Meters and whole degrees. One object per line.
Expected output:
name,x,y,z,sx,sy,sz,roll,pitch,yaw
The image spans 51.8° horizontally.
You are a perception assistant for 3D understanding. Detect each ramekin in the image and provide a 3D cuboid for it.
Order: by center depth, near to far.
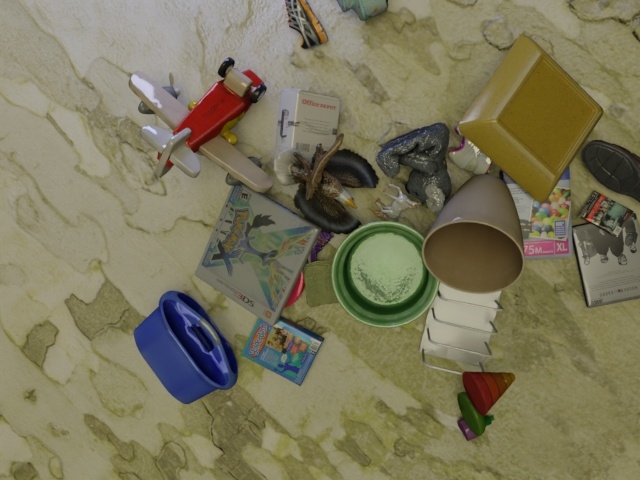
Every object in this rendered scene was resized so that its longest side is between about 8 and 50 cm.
ramekin,0.188,0.089,1.895,0.303,0.148,0.303,1,97,8

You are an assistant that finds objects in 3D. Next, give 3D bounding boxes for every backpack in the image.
backpack,0.106,-0.699,1.813,0.144,0.166,0.188,-30,104,4

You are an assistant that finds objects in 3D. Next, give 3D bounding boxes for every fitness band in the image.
fitness band,-0.148,0.066,1.993,0.209,0.054,0.291,-2,97,6

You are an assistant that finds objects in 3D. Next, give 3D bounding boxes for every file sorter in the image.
file sorter,0.405,0.226,1.868,0.193,0.173,0.277,12,97,6

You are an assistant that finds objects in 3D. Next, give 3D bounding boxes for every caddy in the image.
caddy,-0.382,0.310,1.957,0.179,0.241,0.341,-36,91,16

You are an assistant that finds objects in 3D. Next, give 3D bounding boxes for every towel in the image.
towel,0.004,0.127,1.965,0.110,0.027,0.148,-9,112,-2

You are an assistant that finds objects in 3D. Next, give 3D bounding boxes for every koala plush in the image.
koala plush,0.293,-0.192,1.822,0.203,0.196,0.221,-22,103,22

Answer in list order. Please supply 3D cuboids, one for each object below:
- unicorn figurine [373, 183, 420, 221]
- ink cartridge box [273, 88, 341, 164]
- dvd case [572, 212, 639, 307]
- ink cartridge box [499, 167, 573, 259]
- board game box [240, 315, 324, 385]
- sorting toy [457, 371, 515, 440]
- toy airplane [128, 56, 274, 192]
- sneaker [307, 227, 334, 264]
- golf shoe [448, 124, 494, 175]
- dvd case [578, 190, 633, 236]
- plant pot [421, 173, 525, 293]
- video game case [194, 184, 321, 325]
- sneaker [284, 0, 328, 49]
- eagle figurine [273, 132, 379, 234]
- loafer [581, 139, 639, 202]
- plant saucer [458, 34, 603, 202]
unicorn figurine,0.221,-0.105,1.893,0.111,0.162,0.060,38,60,4
ink cartridge box,-0.038,-0.311,1.874,0.092,0.158,0.218,18,103,50
dvd case,0.821,0.058,1.863,0.179,0.029,0.238,-13,94,9
ink cartridge box,0.608,-0.101,1.862,0.186,0.065,0.311,-4,94,8
board game box,-0.116,0.324,2.015,0.210,0.047,0.160,27,100,4
sorting toy,0.466,0.453,1.836,0.126,0.365,0.127,-21,55,-9
toy airplane,-0.334,-0.304,1.865,0.384,0.272,0.386,-4,73,-17
sneaker,0.000,0.000,1.957,0.071,0.068,0.170,15,101,-6
golf shoe,0.458,-0.334,1.833,0.140,0.115,0.306,22,98,8
dvd case,0.795,-0.075,1.839,0.119,0.013,0.087,31,86,17
plant pot,0.420,-0.043,1.748,0.256,0.274,0.256,12,135,12
video game case,-0.190,0.036,1.926,0.300,0.036,0.329,31,107,17
sneaker,-0.064,-0.647,1.886,0.083,0.084,0.215,-30,92,15
eagle figurine,0.028,-0.148,1.824,0.226,0.298,0.225,-21,76,15
loafer,0.858,-0.181,1.815,0.302,0.095,0.109,36,130,7
plant saucer,0.581,-0.325,1.740,0.333,0.081,0.333,38,81,-14
